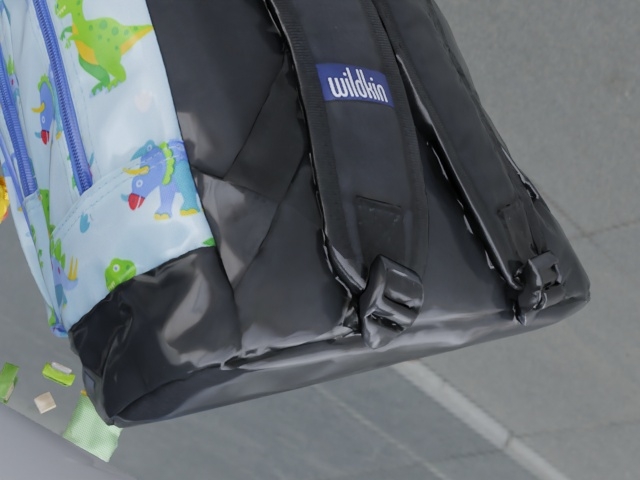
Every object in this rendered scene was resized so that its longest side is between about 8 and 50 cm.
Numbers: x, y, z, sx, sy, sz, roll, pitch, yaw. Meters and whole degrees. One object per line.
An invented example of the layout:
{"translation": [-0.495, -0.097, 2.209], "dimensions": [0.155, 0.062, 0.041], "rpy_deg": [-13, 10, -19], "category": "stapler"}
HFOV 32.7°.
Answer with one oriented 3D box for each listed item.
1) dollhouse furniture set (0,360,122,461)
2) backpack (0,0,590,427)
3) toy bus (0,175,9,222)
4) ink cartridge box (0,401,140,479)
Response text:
{"translation": [-0.284, 0.182, 1.210], "dimensions": [0.152, 0.076, 0.058], "rpy_deg": [25, 158, -8], "category": "dollhouse furniture set"}
{"translation": [-0.051, -0.094, 0.587], "dimensions": [0.290, 0.355, 0.273], "rpy_deg": [-8, 171, -45], "category": "backpack"}
{"translation": [-0.421, -0.053, 1.100], "dimensions": [0.220, 0.149, 0.211], "rpy_deg": [24, 180, 14], "category": "toy bus"}
{"translation": [-0.127, 0.244, 0.414], "dimensions": [0.395, 0.285, 0.166], "rpy_deg": [31, -178, -10], "category": "ink cartridge box"}
